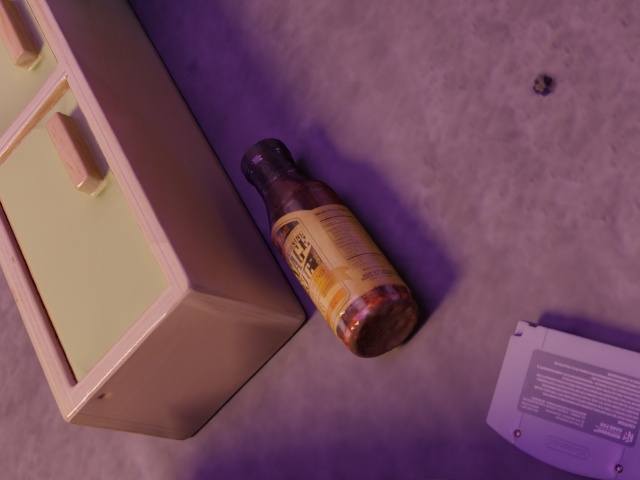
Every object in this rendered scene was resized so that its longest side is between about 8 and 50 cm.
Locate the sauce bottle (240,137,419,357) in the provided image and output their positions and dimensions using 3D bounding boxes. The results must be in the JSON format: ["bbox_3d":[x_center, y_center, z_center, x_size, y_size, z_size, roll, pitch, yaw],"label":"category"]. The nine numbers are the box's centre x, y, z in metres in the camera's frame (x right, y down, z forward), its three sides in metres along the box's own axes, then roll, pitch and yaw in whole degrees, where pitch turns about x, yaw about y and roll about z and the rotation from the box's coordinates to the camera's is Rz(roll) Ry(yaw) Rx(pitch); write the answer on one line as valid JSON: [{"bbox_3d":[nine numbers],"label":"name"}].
[{"bbox_3d":[0.000,0.000,0.641,0.042,0.042,0.128,-50,50,17],"label":"sauce bottle"}]

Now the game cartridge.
[{"bbox_3d":[0.110,0.068,0.547,0.083,0.017,0.056,15,84,41],"label":"game cartridge"}]

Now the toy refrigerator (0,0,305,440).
[{"bbox_3d":[-0.124,-0.032,0.718,0.102,0.094,0.269,-45,53,21],"label":"toy refrigerator"}]
